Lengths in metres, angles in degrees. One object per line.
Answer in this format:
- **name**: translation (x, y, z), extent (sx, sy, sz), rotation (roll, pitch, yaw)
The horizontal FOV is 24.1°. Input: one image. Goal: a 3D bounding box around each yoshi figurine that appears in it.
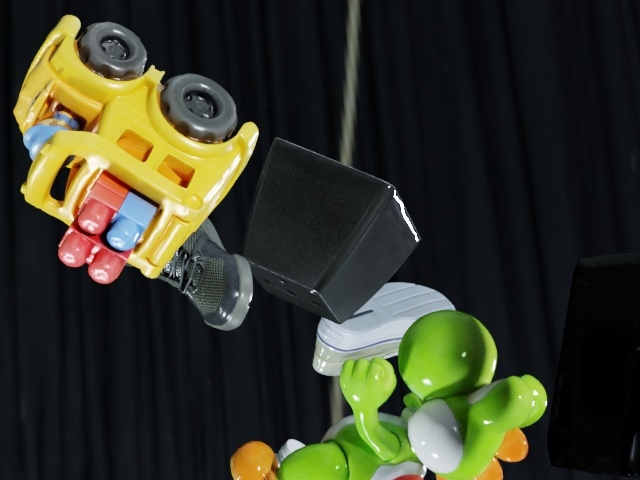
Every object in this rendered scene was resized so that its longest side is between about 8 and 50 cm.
- **yoshi figurine**: translation (0.078, 0.197, 1.701), extent (0.362, 0.203, 0.203), rotation (-28, -160, 26)

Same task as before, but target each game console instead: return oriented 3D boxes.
- **game console**: translation (0.327, 0.108, 1.343), extent (0.044, 0.213, 0.361), rotation (15, 169, -24)

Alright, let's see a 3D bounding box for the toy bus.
- **toy bus**: translation (-0.198, -0.067, 1.369), extent (0.220, 0.211, 0.149), rotation (33, 135, -6)

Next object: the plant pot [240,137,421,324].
- **plant pot**: translation (0.000, 0.000, 2.006), extent (0.187, 0.167, 0.188), rotation (23, 164, 24)

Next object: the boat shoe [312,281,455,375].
- **boat shoe**: translation (0.093, 0.137, 2.343), extent (0.302, 0.109, 0.094), rotation (-8, 132, -47)

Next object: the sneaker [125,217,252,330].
- **sneaker**: translation (-0.158, 0.024, 1.638), extent (0.130, 0.087, 0.227), rotation (14, -160, -31)

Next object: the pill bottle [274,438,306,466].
- **pill bottle**: translation (-0.073, 0.377, 2.253), extent (0.160, 0.087, 0.087), rotation (-50, 149, 14)
